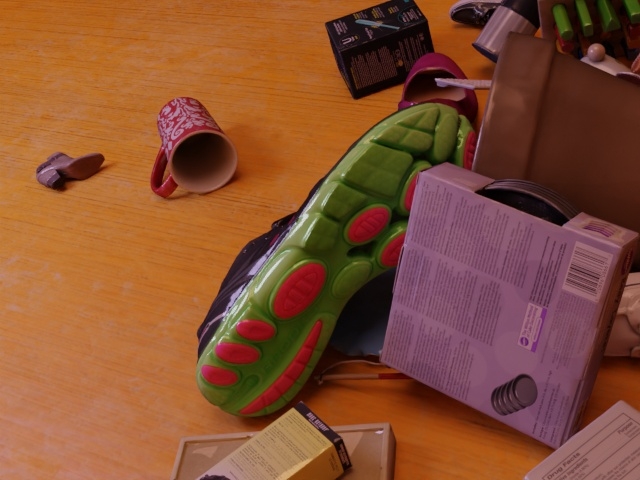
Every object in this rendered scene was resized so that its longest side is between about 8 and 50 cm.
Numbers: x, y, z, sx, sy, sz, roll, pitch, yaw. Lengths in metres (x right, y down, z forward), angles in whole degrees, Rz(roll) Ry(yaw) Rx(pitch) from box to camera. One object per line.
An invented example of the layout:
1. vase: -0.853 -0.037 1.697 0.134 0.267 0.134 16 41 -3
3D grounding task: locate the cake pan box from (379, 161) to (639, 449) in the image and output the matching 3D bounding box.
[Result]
1. cake pan box: 0.202 0.066 1.220 0.246 0.267 0.070 22 26 27

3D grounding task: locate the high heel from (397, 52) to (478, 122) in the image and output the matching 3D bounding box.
1. high heel: 0.174 -0.234 1.683 0.127 0.181 0.377 -12 39 8

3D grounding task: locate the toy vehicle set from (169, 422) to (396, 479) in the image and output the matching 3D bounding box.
1. toy vehicle set: -0.050 0.293 1.256 0.267 0.035 0.166 -6 40 15

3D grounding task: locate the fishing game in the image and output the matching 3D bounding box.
1. fishing game: 0.087 0.091 1.446 0.189 0.041 0.264 -5 42 26

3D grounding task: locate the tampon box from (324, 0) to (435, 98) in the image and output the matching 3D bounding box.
1. tampon box: 0.106 -0.339 1.902 0.161 0.101 0.120 -19 38 0

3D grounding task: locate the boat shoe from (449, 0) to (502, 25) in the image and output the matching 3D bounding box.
1. boat shoe: 0.298 -0.406 1.950 0.142 0.049 0.040 0 42 18

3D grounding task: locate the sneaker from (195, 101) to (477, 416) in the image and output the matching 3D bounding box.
1. sneaker: 0.000 0.000 1.393 0.483 0.185 0.202 -45 29 1

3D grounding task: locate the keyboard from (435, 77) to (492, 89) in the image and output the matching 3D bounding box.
1. keyboard: 0.273 -0.238 1.675 0.072 0.014 0.256 12 13 38

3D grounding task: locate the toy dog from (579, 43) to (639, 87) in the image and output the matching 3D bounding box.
1. toy dog: 0.516 -0.241 1.571 0.333 0.161 0.220 3 43 25

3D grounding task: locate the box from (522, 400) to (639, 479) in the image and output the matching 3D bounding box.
1. box: 0.350 0.302 1.016 0.148 0.121 0.311 -32 40 -17

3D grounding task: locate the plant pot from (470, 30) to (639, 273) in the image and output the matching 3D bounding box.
1. plant pot: 0.338 -0.079 1.368 0.280 0.323 0.323 13 46 12

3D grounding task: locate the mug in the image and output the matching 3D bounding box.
1. mug: -0.230 -0.160 1.819 0.150 0.113 0.169 -22 35 -7

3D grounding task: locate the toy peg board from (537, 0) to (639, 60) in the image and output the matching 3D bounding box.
1. toy peg board: 0.433 -0.320 1.711 0.161 0.160 0.079 -12 50 8

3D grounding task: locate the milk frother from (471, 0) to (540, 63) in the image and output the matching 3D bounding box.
1. milk frother: 0.351 -0.341 1.821 0.143 0.129 0.135 35 97 14

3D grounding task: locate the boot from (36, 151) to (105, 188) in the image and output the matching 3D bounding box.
1. boot: -0.447 -0.135 1.928 0.118 0.042 0.087 -29 37 -14

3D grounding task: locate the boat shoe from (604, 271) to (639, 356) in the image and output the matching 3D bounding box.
1. boat shoe: 0.394 0.096 1.276 0.267 0.096 0.088 -10 34 -2

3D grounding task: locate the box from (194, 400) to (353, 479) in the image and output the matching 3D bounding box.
1. box: -0.081 0.281 1.206 0.232 0.058 0.087 -35 41 -20
